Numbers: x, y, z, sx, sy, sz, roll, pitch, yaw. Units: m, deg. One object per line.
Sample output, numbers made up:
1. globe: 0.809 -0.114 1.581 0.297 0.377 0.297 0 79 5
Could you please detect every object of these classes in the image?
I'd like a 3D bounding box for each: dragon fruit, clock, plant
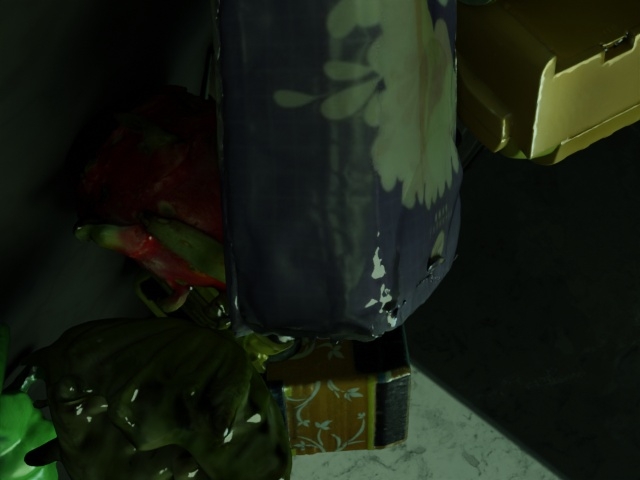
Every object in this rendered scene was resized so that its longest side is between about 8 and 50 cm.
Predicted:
1. dragon fruit: -0.101 -0.024 0.804 0.166 0.172 0.160 -47 169 -30
2. clock: 0.224 -0.252 1.164 0.244 0.317 0.200 -24 146 -20
3. plant: -0.089 0.120 0.885 0.333 0.251 0.180 -42 156 -58

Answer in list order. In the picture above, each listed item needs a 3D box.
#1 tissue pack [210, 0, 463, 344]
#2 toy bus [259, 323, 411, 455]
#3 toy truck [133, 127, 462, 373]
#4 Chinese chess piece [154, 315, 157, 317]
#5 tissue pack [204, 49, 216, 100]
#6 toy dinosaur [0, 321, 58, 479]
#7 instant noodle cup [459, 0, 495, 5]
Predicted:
1. tissue pack: 0.018 -0.127 0.701 0.242 0.125 0.344 -31 121 -67
2. toy bus: 0.008 0.093 1.282 0.323 0.194 0.162 -94 -179 -45
3. toy truck: -0.024 -0.039 1.130 0.405 0.180 0.254 -49 -175 -37
4. Chinese chess piece: -0.192 0.180 1.367 0.250 0.101 0.250 -51 170 -13
5. tissue pack: -0.024 -0.163 0.950 0.169 0.082 0.120 -48 168 -30
6. toy dinosaur: -0.337 0.309 0.939 0.500 0.144 0.374 -62 168 -2
7. instant noodle cup: 0.199 -0.362 1.020 0.236 0.215 0.215 -42 169 -9
